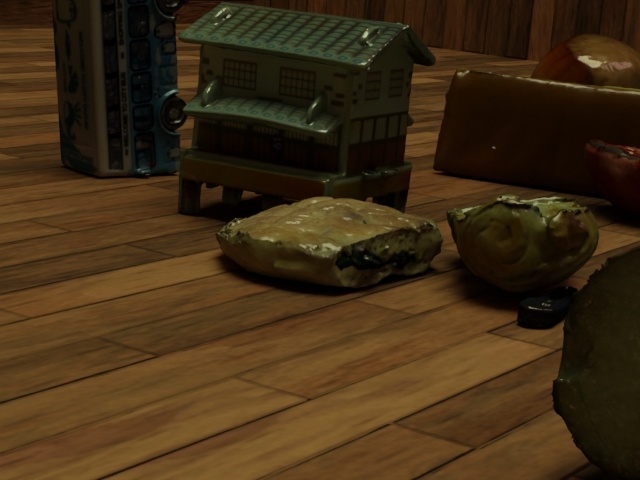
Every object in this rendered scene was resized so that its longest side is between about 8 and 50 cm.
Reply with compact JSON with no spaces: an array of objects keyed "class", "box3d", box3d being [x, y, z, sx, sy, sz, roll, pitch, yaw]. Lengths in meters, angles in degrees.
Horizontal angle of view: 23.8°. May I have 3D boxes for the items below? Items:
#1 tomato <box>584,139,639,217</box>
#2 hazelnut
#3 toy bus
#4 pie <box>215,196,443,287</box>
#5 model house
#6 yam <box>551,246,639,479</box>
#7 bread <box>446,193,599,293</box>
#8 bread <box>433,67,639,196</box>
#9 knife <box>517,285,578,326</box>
[{"class":"tomato","box3d":[0.382,-0.065,1.752,0.166,0.082,0.174,11,9,10]},{"class":"hazelnut","box3d":[0.380,-0.198,2.162,0.214,0.176,0.214,-14,-24,-6]},{"class":"toy bus","box3d":[-0.231,-0.221,1.738,0.131,0.297,0.106,-13,20,-38]},{"class":"pie","box3d":[0.000,-0.003,1.379,0.185,0.052,0.218,17,19,38]},{"class":"model house","box3d":[-0.017,-0.128,1.570,0.224,0.215,0.198,12,15,29]},{"class":"yam","box3d":[0.287,0.061,0.933,0.168,0.168,0.304,16,17,41]},{"class":"bread","box3d":[0.180,-0.002,1.368,0.128,0.087,0.232,1,4,3]},{"class":"bread","box3d":[0.328,-0.130,1.905,0.361,0.138,0.077,10,11,20]},{"class":"knife","box3d":[0.194,0.054,1.275,0.031,0.018,0.121,11,11,22]}]
